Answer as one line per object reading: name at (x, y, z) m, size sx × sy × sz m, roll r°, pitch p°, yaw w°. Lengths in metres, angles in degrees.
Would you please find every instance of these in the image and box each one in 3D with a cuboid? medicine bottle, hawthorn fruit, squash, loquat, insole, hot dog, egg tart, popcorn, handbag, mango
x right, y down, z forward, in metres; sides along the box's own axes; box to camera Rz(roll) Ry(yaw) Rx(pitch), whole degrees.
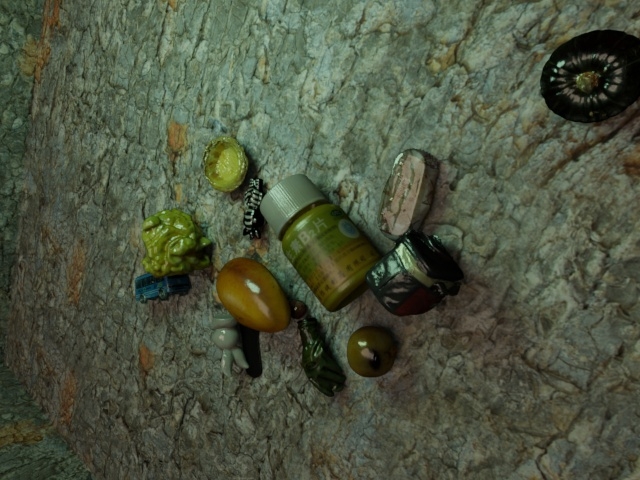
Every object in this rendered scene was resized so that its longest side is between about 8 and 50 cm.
medicine bottle at (0.000, 0.000, 1.198) m, size 0.224 × 0.224 × 0.384 m, roll -47°, pitch 70°, yaw 27°
hawthorn fruit at (-0.085, 0.240, 1.348) m, size 0.066 × 0.103 × 0.067 m, roll 3°, pitch 109°, yaw 9°
squash at (0.572, -0.345, 0.849) m, size 0.193 × 0.155 × 0.194 m, roll 5°, pitch 96°, yaw 56°
loquat at (0.148, 0.331, 1.194) m, size 0.163 × 0.137 × 0.163 m, roll 13°, pitch 120°, yaw 23°
insole at (-0.263, 0.350, 1.525) m, size 0.118 × 0.009 × 0.349 m, roll -1°, pitch 95°, yaw 33°
hot dog at (0.242, -0.122, 1.123) m, size 0.144 × 0.075 × 0.268 m, roll 24°, pitch 104°, yaw 23°
egg tart at (-0.333, -0.273, 1.451) m, size 0.212 × 0.090 × 0.213 m, roll 6°, pitch 101°, yaw 31°
popcorn at (-0.558, 0.007, 1.540) m, size 0.234 × 0.241 × 0.250 m, roll 17°, pitch 116°, yaw 45°
handbag at (0.254, 0.088, 1.031) m, size 0.181 × 0.254 × 0.181 m, roll -48°, pitch 60°, yaw 24°
mango at (-0.224, 0.189, 1.359) m, size 0.201 × 0.199 × 0.350 m, roll -49°, pitch 46°, yaw -9°

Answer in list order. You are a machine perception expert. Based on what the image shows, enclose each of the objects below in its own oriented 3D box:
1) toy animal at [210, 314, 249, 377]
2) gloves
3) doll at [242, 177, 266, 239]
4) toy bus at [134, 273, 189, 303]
toy animal at (-0.352, 0.391, 1.522) m, size 0.130 × 0.103 × 0.221 m, roll -2°, pitch 93°, yaw 39°
gloves at (-0.011, 0.385, 1.323) m, size 0.268 × 0.107 × 0.135 m, roll 64°, pitch 152°, yaw 7°
doll at (-0.233, -0.110, 1.422) m, size 0.090 × 0.067 × 0.220 m, roll 9°, pitch 94°, yaw 34°
toy bus at (-0.673, 0.186, 1.699) m, size 0.246 × 0.113 × 0.135 m, roll -17°, pitch 80°, yaw 34°
